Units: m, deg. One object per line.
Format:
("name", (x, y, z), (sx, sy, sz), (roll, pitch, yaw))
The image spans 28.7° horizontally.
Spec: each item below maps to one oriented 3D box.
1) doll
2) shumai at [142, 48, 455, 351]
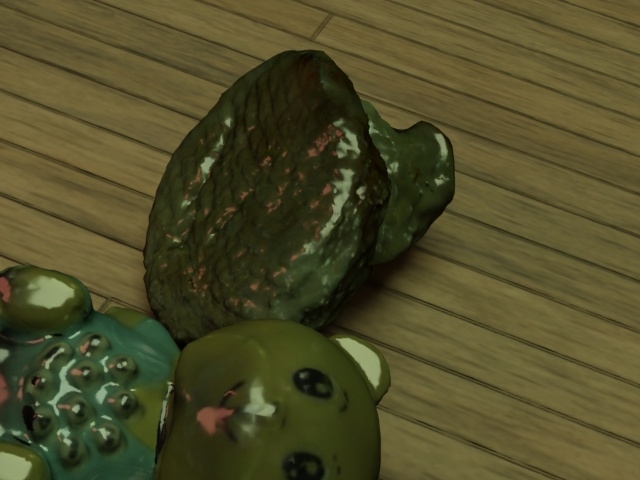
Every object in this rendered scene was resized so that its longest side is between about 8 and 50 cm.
("doll", (-0.088, 0.128, 0.797), (0.260, 0.161, 0.177), (7, 61, -2))
("shumai", (0.000, 0.000, 0.984), (0.222, 0.203, 0.272), (8, 66, 49))
